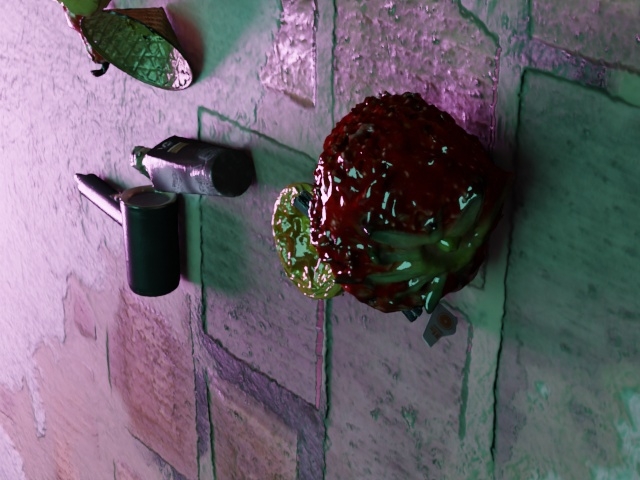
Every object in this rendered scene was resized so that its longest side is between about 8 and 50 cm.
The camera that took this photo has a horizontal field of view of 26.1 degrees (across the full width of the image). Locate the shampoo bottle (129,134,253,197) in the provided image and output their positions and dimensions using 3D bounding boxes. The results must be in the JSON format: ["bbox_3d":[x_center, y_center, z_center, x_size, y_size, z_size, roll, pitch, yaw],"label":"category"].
[{"bbox_3d":[-0.157,-0.084,1.596,0.207,0.057,0.063,13,123,53],"label":"shampoo bottle"}]

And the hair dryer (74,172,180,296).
[{"bbox_3d":[-0.255,-0.028,1.764,0.255,0.070,0.128,32,130,52],"label":"hair dryer"}]

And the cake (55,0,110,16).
[{"bbox_3d":[-0.246,-0.416,1.408,0.222,0.286,0.227,27,135,1],"label":"cake"}]

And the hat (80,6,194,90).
[{"bbox_3d":[-0.197,-0.242,1.581,0.146,0.067,0.146,23,159,9],"label":"hat"}]

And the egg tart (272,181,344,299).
[{"bbox_3d":[0.000,0.000,1.423,0.130,0.052,0.130,25,123,46],"label":"egg tart"}]

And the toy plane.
[{"bbox_3d":[0.064,0.014,1.324,0.197,0.078,0.053,49,139,6],"label":"toy plane"}]

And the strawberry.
[{"bbox_3d":[0.066,-0.044,1.215,0.184,0.187,0.201,-39,51,18],"label":"strawberry"}]

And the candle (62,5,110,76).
[{"bbox_3d":[-0.297,-0.347,1.666,0.084,0.059,0.302,7,111,62],"label":"candle"}]
